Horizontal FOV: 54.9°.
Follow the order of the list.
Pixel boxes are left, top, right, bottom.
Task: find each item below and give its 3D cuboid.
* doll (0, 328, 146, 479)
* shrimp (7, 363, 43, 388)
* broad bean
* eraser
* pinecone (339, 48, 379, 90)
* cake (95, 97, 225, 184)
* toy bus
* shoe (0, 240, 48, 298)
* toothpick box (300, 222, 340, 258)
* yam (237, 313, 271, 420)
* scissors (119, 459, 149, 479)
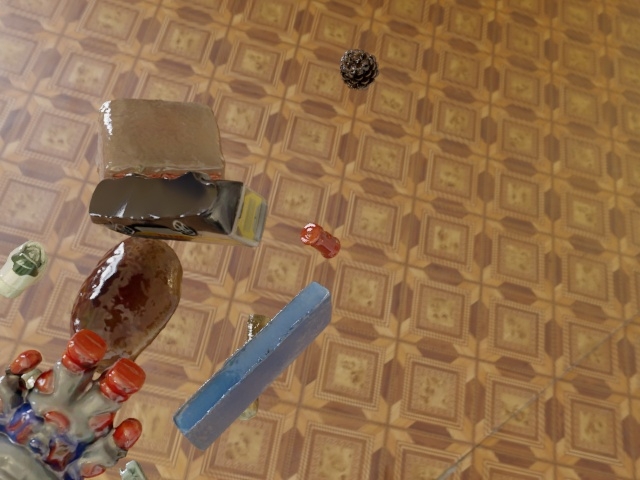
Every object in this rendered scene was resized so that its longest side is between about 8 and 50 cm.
[{"bbox_3d":[-0.174,0.136,0.340,0.104,0.062,0.194,39,95,-26],"label":"doll"},{"bbox_3d":[-0.424,0.281,0.969,0.254,0.145,0.059,24,42,32],"label":"shrimp"},{"bbox_3d":[-0.217,0.066,0.691,0.114,0.084,0.165,23,59,9],"label":"broad bean"},{"bbox_3d":[-0.101,0.203,1.001,0.043,0.144,0.312,40,70,20],"label":"eraser"},{"bbox_3d":[0.072,-0.320,1.151,0.077,0.083,0.077,0,94,5],"label":"pinecone"},{"bbox_3d":[-0.393,-0.189,1.522,0.309,0.237,0.230,-5,58,-23],"label":"cake"},{"bbox_3d":[-0.132,-0.027,0.568,0.172,0.072,0.057,4,75,33],"label":"toy bus"},{"bbox_3d":[-0.683,0.047,1.460,0.095,0.265,0.110,42,98,-20],"label":"shoe"},{"bbox_3d":[0.000,0.000,1.180,0.047,0.083,0.047,-13,63,27],"label":"toothpick box"},{"bbox_3d":[-0.166,0.301,1.492,0.066,0.066,0.299,14,41,-7],"label":"yam"},{"bbox_3d":[-0.243,0.383,0.898,0.030,0.256,0.125,-28,51,-21],"label":"scissors"}]
